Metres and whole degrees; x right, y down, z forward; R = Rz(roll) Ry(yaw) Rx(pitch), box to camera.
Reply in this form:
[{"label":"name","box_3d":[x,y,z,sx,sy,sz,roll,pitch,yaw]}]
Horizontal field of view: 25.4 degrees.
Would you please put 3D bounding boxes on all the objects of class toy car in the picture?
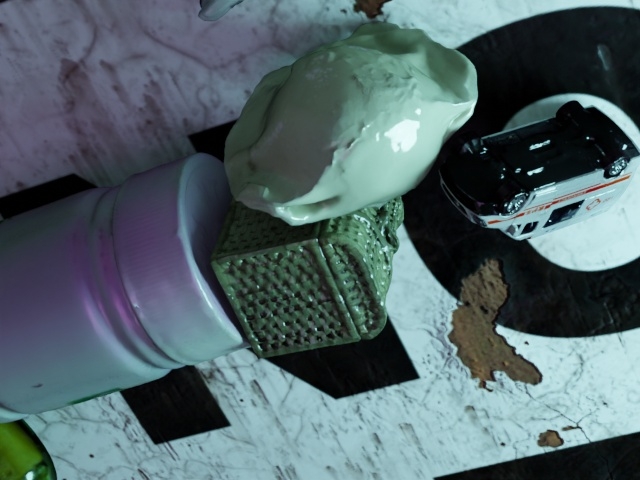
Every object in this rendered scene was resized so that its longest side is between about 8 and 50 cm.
[{"label":"toy car","box_3d":[0.201,-0.054,1.353,0.209,0.089,0.108,-18,146,-29]}]

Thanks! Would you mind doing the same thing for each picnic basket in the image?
[{"label":"picnic basket","box_3d":[0.000,0.000,1.416,0.154,0.196,0.134,-13,121,18]}]

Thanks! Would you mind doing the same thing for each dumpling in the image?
[{"label":"dumpling","box_3d":[0.016,-0.117,1.324,0.258,0.193,0.147,-37,145,-13]}]

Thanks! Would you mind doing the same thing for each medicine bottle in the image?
[{"label":"medicine bottle","box_3d":[-0.231,0.053,1.479,0.325,0.212,0.212,-19,121,21]}]

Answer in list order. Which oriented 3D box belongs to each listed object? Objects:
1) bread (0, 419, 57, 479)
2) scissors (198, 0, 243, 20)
[{"label":"bread","box_3d":[-0.465,0.252,1.581,0.376,0.251,0.208,41,147,16]},{"label":"scissors","box_3d":[-0.048,-0.277,1.323,0.101,0.027,0.204,40,120,-18]}]
